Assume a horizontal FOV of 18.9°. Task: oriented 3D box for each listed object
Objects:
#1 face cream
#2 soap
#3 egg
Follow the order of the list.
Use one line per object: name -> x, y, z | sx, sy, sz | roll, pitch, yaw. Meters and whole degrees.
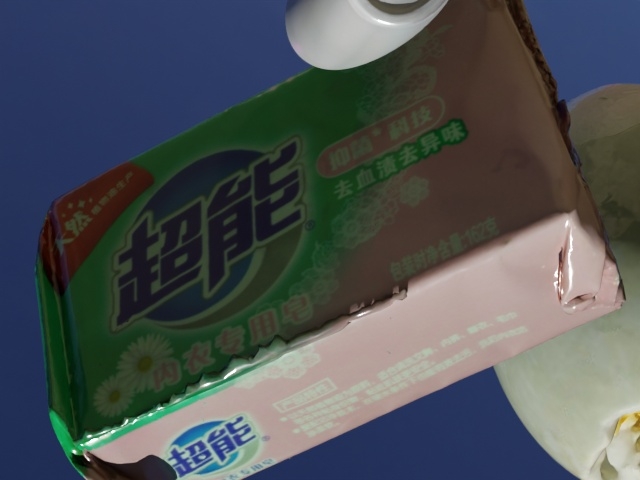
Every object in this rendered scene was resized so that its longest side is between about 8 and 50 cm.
face cream -> 0.019, -0.101, 0.771 | 0.051, 0.072, 0.182 | 39, 179, -6
soap -> 0.001, 0.001, 0.922 | 0.098, 0.273, 0.218 | 51, -161, -44
egg -> 0.263, 0.025, 1.581 | 0.278, 0.278, 0.336 | 13, -128, -39
